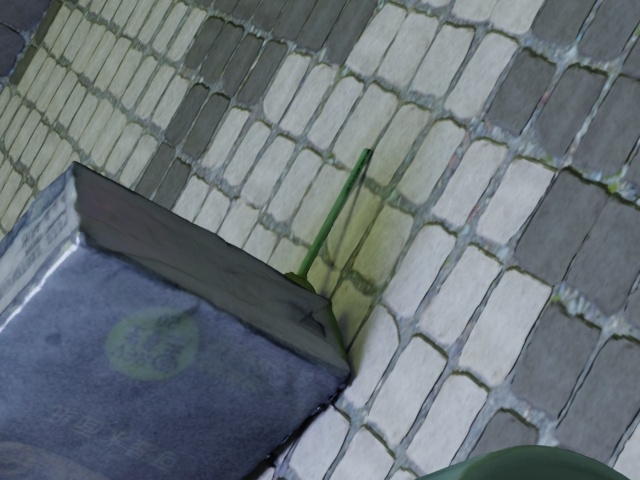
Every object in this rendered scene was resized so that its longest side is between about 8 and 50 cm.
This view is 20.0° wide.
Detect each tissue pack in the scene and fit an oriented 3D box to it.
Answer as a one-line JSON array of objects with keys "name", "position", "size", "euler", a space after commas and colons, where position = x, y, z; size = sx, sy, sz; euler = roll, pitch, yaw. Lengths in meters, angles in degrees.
[{"name": "tissue pack", "position": [-0.207, 0.147, 1.538], "size": [0.394, 0.288, 0.124], "euler": [-44, 34, 25]}]

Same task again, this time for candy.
[{"name": "candy", "position": [0.000, 0.000, 1.630], "size": [0.061, 0.061, 0.202], "euler": [-16, 42, 59]}]

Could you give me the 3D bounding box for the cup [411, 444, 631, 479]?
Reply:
[{"name": "cup", "position": [0.035, 0.330, 0.952], "size": [0.392, 0.401, 0.310], "euler": [-33, 2, 40]}]
